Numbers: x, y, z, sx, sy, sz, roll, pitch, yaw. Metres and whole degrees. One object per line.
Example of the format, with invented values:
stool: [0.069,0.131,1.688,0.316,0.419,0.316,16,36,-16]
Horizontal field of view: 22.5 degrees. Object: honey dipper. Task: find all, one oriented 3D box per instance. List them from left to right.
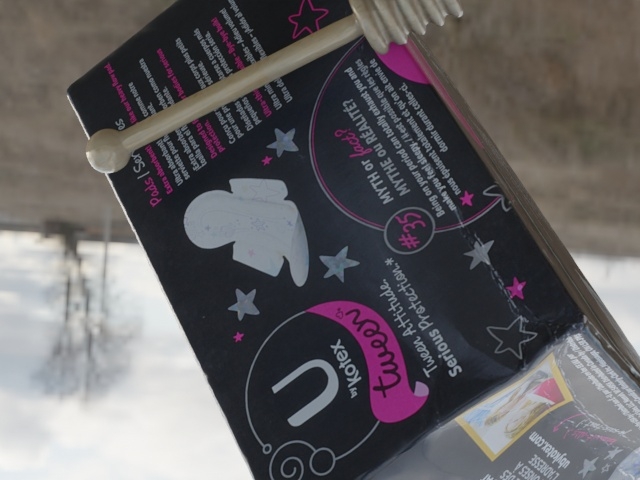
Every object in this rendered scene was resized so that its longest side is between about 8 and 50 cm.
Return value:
honey dipper: [-0.021,-0.065,0.630,0.161,0.030,0.030,-27,175,10]

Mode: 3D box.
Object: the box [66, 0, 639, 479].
box: [0.022,0.010,0.692,0.142,0.247,0.163,-35,145,10]
